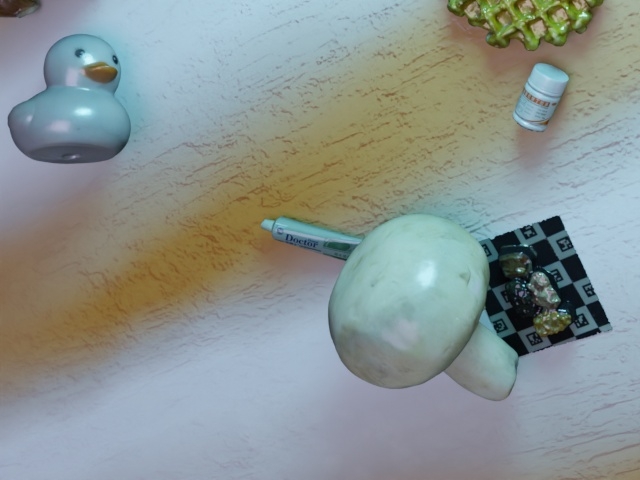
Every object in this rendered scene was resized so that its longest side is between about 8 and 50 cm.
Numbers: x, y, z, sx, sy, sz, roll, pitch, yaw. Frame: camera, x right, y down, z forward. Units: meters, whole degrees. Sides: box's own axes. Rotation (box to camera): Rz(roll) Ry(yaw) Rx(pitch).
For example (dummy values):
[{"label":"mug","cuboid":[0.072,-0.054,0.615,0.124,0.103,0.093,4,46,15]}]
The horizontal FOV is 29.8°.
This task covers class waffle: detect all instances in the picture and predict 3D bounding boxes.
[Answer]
[{"label":"waffle","cuboid":[0.293,-0.397,1.735,0.253,0.056,0.249,9,117,23]}]

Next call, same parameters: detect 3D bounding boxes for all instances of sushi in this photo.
[{"label":"sushi","cuboid":[0.337,0.089,1.942,0.192,0.050,0.215,-20,103,31]}]

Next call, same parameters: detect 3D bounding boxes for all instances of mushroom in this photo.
[{"label":"mushroom","cuboid":[0.186,0.126,1.922,0.336,0.314,0.314,33,127,-23]}]

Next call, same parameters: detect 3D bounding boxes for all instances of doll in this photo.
[{"label":"doll","cuboid":[-0.430,-0.246,2.082,0.251,0.221,0.221,-18,105,49]}]

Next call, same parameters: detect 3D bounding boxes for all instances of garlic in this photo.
[{"label":"garlic","cuboid":[-0.567,-0.486,2.091,0.128,0.090,0.198,-2,106,9]}]

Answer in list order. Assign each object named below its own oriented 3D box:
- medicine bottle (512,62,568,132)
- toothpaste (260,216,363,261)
[{"label":"medicine bottle","cuboid":[0.329,-0.214,1.802,0.057,0.057,0.089,28,121,11]},{"label":"toothpaste","cuboid":[0.000,0.000,2.068,0.218,0.041,0.064,16,130,15]}]
